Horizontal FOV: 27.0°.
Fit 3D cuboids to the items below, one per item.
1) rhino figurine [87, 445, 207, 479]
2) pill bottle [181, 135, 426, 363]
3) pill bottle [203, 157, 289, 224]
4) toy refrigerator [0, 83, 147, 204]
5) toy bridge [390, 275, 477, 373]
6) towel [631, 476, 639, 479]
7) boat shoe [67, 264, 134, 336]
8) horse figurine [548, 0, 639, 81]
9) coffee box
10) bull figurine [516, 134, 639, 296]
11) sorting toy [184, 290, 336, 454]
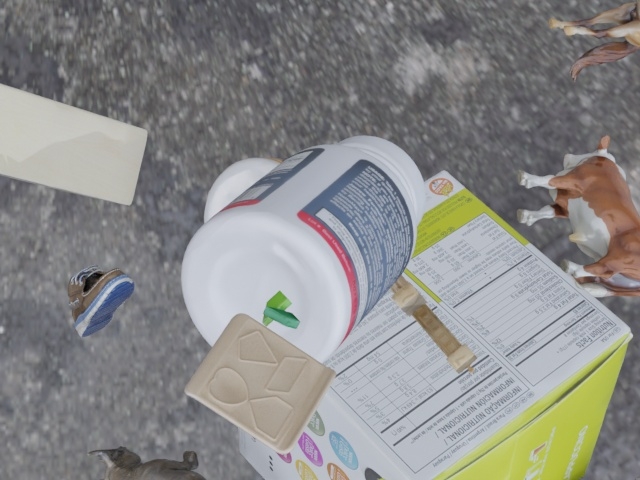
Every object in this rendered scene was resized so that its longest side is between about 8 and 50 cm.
[{"bbox_3d":[-0.197,0.310,1.688,0.243,0.106,0.073,20,112,23],"label":"rhino figurine"},{"bbox_3d":[0.000,0.000,0.841,0.108,0.180,0.108,11,117,22],"label":"pill bottle"},{"bbox_3d":[-0.016,-0.031,1.799,0.278,0.162,0.162,-5,130,-57],"label":"pill bottle"},{"bbox_3d":[-0.345,-0.120,1.628,0.269,0.094,0.102,14,88,-52],"label":"toy refrigerator"},{"bbox_3d":[0.089,0.059,1.310,0.026,0.188,0.063,-40,163,1],"label":"toy bridge"},{"bbox_3d":[0.379,0.368,1.801,0.187,0.049,0.282,-34,162,26],"label":"towel"},{"bbox_3d":[-0.300,0.071,1.751,0.066,0.183,0.066,-29,81,-33],"label":"boat shoe"},{"bbox_3d":[0.385,-0.280,1.606,0.174,0.066,0.263,1,158,-11],"label":"horse figurine"},{"bbox_3d":[0.126,0.192,1.647,0.338,0.334,0.337,-32,147,-25],"label":"coffee box"},{"bbox_3d":[0.400,-0.038,1.986,0.188,0.310,0.101,-8,136,-14],"label":"bull figurine"},{"bbox_3d":[-0.025,0.064,0.680,0.062,0.083,0.012,31,143,3],"label":"sorting toy"}]
